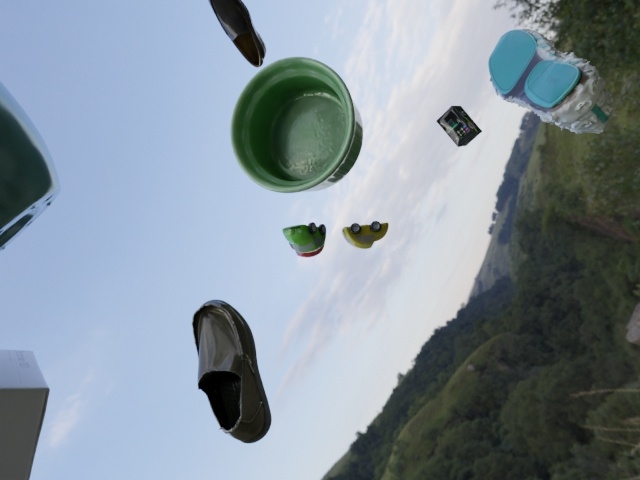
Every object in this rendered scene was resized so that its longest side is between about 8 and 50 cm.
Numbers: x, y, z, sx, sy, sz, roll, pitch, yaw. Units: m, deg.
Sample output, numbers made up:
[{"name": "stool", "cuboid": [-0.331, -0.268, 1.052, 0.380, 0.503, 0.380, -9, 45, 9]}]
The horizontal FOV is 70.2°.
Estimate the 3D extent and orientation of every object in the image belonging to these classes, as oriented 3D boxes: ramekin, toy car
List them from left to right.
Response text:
[{"name": "ramekin", "cuboid": [-0.045, -0.256, 1.077, 0.148, 0.303, 0.303, 2, -72, -69]}, {"name": "toy car", "cuboid": [0.000, 0.000, 0.913, 0.225, 0.239, 0.053, 4, -102, -62]}]

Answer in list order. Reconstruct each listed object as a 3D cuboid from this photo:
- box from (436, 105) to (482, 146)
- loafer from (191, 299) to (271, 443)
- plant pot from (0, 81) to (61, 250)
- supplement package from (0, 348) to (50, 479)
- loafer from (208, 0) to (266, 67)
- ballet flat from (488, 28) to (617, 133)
[{"name": "box", "cuboid": [0.325, -0.268, 1.067, 0.062, 0.083, 0.052, -22, -18, -51]}, {"name": "loafer", "cuboid": [-0.154, 0.204, 0.748, 0.094, 0.251, 0.087, -33, -27, 7]}, {"name": "plant pot", "cuboid": [-0.448, -0.078, 0.497, 0.235, 0.293, 0.293, 47, -123, -20]}, {"name": "supplement package", "cuboid": [-0.472, 0.211, 0.471, 0.293, 0.177, 0.175, 14, -96, -37]}, {"name": "loafer", "cuboid": [-0.161, -0.422, 0.903, 0.170, 0.062, 0.061, 46, -156, -43]}, {"name": "ballet flat", "cuboid": [0.457, -0.315, 0.924, 0.409, 0.147, 0.147, -88, 1, -54]}]
